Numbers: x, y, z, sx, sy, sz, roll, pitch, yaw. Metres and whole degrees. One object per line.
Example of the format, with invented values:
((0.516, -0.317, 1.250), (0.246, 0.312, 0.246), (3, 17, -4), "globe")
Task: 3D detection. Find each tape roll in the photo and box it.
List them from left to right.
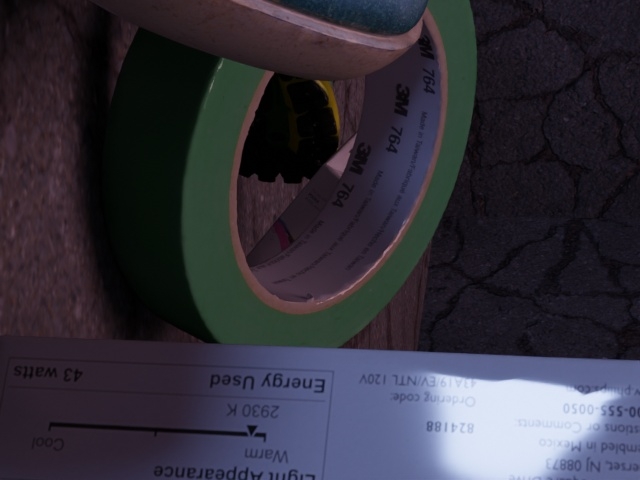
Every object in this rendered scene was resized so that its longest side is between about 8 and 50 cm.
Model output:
((-0.009, -0.072, 0.903), (0.321, 0.077, 0.321), (-32, 133, -41), "tape roll")

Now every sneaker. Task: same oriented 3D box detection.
((-0.046, -0.203, 1.043), (0.344, 0.134, 0.146), (93, -2, -54), "sneaker")

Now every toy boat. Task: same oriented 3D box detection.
((-0.062, -0.237, 0.659), (0.148, 0.267, 0.318), (-45, -136, 36), "toy boat")

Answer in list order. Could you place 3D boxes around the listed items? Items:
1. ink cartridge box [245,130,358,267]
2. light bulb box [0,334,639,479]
((0.000, 0.000, 1.119), (0.198, 0.067, 0.115), (-50, 173, 7), "ink cartridge box")
((0.004, 0.253, 0.641), (0.225, 0.357, 0.361), (64, 30, -65), "light bulb box")
